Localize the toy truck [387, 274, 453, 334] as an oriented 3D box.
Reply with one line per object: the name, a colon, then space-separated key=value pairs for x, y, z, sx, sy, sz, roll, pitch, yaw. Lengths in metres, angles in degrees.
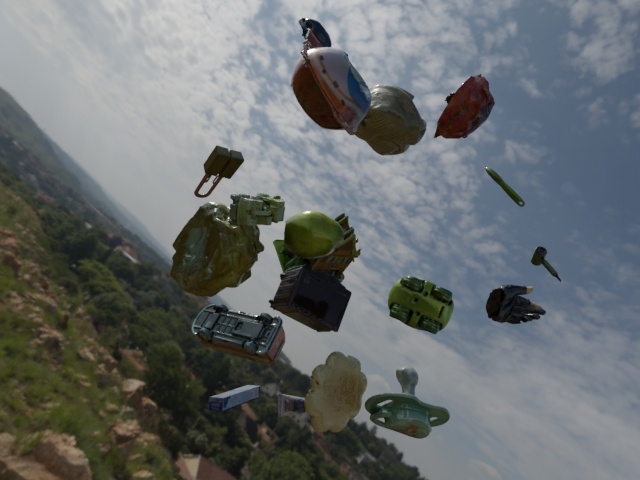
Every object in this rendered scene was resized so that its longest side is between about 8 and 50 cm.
toy truck: x=0.311 y=0.201 z=1.401 sx=0.187 sy=0.148 sz=0.210 roll=20 pitch=-8 yaw=26

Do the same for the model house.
model house: x=0.000 y=0.000 z=2.059 sx=0.358 sy=0.312 sz=0.242 roll=6 pitch=43 yaw=-32

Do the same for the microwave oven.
microwave oven: x=-0.035 y=0.220 z=1.738 sx=0.247 sy=0.188 sz=0.178 roll=30 pitch=-26 yaw=-22

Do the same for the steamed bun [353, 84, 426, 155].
steamed bun: x=0.332 y=-0.609 z=2.234 sx=0.368 sy=0.255 sz=0.342 roll=27 pitch=-20 yaw=-33

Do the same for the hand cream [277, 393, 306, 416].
hand cream: x=-0.100 y=0.646 z=1.793 sx=0.142 sy=0.084 sz=0.053 roll=12 pitch=-27 yaw=-30

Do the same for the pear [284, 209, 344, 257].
pear: x=-0.024 y=-0.016 z=1.679 sx=0.220 sy=0.187 sz=0.187 roll=6 pitch=-18 yaw=2

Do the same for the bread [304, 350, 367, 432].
bread: x=0.065 y=0.569 z=1.707 sx=0.054 sy=0.316 sz=0.316 roll=5 pitch=-38 yaw=48

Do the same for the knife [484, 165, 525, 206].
knife: x=0.538 y=-0.164 z=1.350 sx=0.026 sy=0.022 sz=0.184 roll=13 pitch=37 yaw=-45

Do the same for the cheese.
cheese: x=0.013 y=-0.359 z=0.991 sx=0.217 sy=0.129 sz=0.329 roll=37 pitch=33 yaw=-49

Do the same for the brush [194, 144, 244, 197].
brush: x=-0.368 y=-0.226 z=1.587 sx=0.103 sy=0.233 sz=0.047 roll=8 pitch=50 yaw=-43

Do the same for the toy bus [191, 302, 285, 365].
toy bus: x=-0.229 y=0.267 z=1.296 sx=0.265 sy=0.121 sz=0.119 roll=7 pitch=-41 yaw=24

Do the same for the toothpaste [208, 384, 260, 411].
toothpaste: x=-0.319 y=0.594 z=1.737 sx=0.066 sy=0.053 sz=0.272 roll=-1 pitch=-8 yaw=21

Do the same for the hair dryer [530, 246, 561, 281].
hair dryer: x=0.850 y=0.097 z=1.716 sx=0.071 sy=0.047 sz=0.150 roll=77 pitch=-9 yaw=-52

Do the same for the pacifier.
pacifier: x=0.330 y=0.626 z=1.800 sx=0.343 sy=0.269 sz=0.288 roll=30 pitch=-47 yaw=-20

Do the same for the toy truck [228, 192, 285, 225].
toy truck: x=-0.168 y=-0.084 z=1.289 sx=0.116 sy=0.085 sz=0.191 roll=13 pitch=12 yaw=26

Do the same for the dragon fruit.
dragon fruit: x=0.525 y=-0.470 z=1.644 sx=0.126 sy=0.274 sz=0.161 roll=42 pitch=10 yaw=24

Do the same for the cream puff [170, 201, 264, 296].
cream puff: x=-0.358 y=0.041 z=1.706 sx=0.378 sy=0.378 sz=0.275 roll=29 pitch=-2 yaw=44

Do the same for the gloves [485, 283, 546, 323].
gloves: x=0.648 y=0.217 z=1.516 sx=0.181 sy=0.129 sz=0.106 roll=15 pitch=-27 yaw=-21
